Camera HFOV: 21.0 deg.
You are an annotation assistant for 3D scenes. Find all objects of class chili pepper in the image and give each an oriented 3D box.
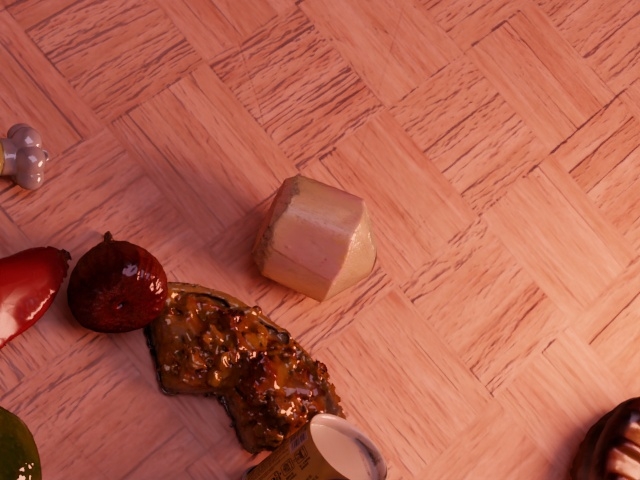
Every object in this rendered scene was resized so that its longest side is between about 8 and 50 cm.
[{"bbox_3d":[-0.419,0.094,1.925,0.387,0.110,0.110,-27,80,-42],"label":"chili pepper"}]

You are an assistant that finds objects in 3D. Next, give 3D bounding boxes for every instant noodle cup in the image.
[{"bbox_3d":[-0.001,0.285,2.025,0.151,0.122,0.151,30,28,-18],"label":"instant noodle cup"}]

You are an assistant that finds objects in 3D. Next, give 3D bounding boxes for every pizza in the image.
[{"bbox_3d":[-0.088,0.157,2.100,0.305,0.085,0.161,39,51,-4],"label":"pizza"}]

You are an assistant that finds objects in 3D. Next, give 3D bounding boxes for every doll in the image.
[{"bbox_3d":[-0.402,-0.102,2.072,0.162,0.062,0.106,-1,69,-33],"label":"doll"}]

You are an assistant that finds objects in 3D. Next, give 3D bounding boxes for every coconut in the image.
[{"bbox_3d":[0.000,0.000,2.206,0.153,0.147,0.147,23,54,-7],"label":"coconut"}]

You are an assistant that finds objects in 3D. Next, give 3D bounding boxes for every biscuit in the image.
[{"bbox_3d":[0.466,0.342,2.312,0.268,0.115,0.366,38,49,-8],"label":"biscuit"}]

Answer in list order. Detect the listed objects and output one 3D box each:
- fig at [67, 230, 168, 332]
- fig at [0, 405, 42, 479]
[{"bbox_3d":[-0.240,0.034,2.058,0.119,0.119,0.153,13,59,-25],"label":"fig"},{"bbox_3d":[-0.383,0.284,1.824,0.203,0.235,0.203,-8,38,6],"label":"fig"}]
